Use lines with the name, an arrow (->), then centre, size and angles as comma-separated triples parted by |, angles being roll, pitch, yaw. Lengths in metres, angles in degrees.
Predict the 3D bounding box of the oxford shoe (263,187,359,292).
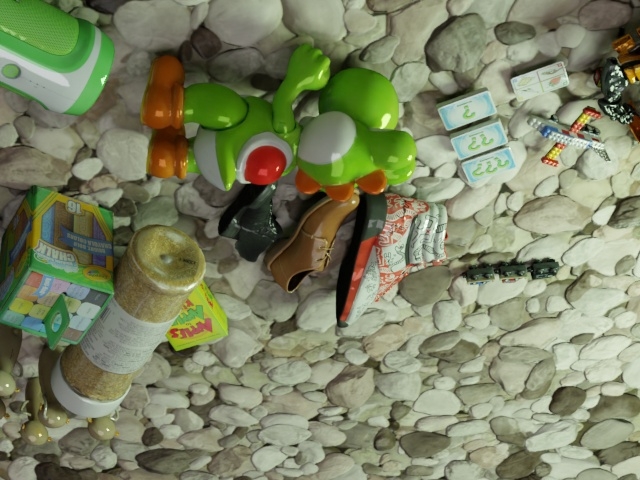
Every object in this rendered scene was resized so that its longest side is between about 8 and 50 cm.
oxford shoe -> 0.000, 0.000, 1.912 | 0.076, 0.076, 0.212 | -4, 146, -44

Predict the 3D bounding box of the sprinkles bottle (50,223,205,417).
sprinkles bottle -> -0.292, 0.127, 1.919 | 0.121, 0.121, 0.355 | 16, 135, -23

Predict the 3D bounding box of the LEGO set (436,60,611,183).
LEGO set -> 0.307, -0.160, 1.819 | 0.244, 0.060, 0.182 | -19, 139, 10

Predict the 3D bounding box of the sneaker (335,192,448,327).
sneaker -> 0.112, 0.042, 1.974 | 0.145, 0.090, 0.270 | 6, 132, -10

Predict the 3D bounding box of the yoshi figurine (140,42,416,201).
yoshi figurine -> -0.047, -0.163, 1.721 | 0.362, 0.203, 0.203 | 8, 95, 3

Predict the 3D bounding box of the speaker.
speaker -> -0.405, -0.260, 1.561 | 0.296, 0.131, 0.131 | 24, 128, -29

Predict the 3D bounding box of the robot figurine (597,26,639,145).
robot figurine -> 0.496, -0.206, 1.769 | 0.211, 0.085, 0.291 | -29, 134, 15

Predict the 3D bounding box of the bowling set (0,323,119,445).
bowling set -> -0.478, 0.266, 2.075 | 0.200, 0.154, 0.287 | -34, 130, 25

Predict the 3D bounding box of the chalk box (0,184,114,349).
chalk box -> -0.379, 0.053, 1.826 | 0.132, 0.213, 0.132 | 20, 129, -26

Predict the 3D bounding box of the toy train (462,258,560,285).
toy train -> 0.305, 0.052, 2.059 | 0.158, 0.027, 0.036 | -5, 147, -4

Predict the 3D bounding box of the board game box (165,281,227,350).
board game box -> -0.222, 0.094, 2.013 | 0.092, 0.043, 0.181 | -18, 135, 10

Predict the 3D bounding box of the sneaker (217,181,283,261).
sneaker -> -0.088, -0.034, 1.899 | 0.089, 0.051, 0.170 | 22, 133, -28
